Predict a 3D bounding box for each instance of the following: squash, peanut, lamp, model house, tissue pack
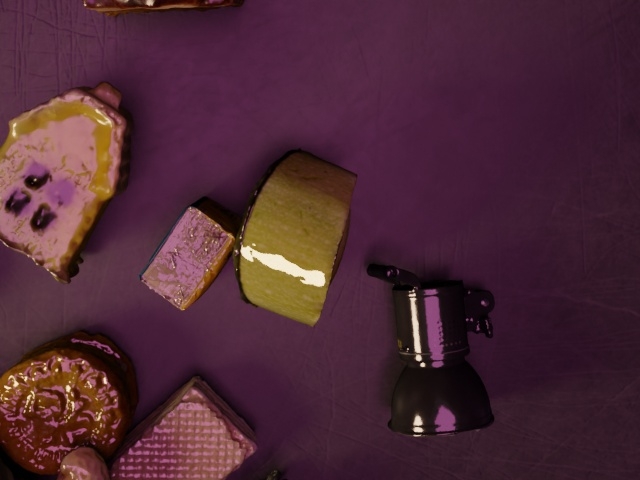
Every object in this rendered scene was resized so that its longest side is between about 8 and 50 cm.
[{"bbox_3d":[-0.005,-0.001,1.199,0.133,0.220,0.220,16,99,19],"label":"squash"},{"bbox_3d":[-0.298,0.352,1.222,0.082,0.082,0.187,-15,112,-2],"label":"peanut"},{"bbox_3d":[0.163,0.139,1.292,0.172,0.147,0.228,-5,93,-17],"label":"lamp"},{"bbox_3d":[-0.311,-0.088,1.177,0.174,0.193,0.234,40,92,-9],"label":"model house"},{"bbox_3d":[-0.160,0.013,1.217,0.082,0.169,0.120,35,95,-4],"label":"tissue pack"}]

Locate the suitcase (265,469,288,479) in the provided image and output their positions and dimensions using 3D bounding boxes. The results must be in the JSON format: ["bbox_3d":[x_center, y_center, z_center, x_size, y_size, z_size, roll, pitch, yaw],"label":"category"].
[{"bbox_3d":[-0.119,0.494,1.322,0.312,0.128,0.202,-41,100,4],"label":"suitcase"}]

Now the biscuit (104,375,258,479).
[{"bbox_3d":[-0.283,0.378,1.314,0.426,0.078,0.144,-41,101,4],"label":"biscuit"}]

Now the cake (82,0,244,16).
[{"bbox_3d":[-0.189,-0.361,1.089,0.196,0.293,0.199,-1,104,-2],"label":"cake"}]

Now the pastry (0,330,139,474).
[{"bbox_3d":[-0.341,0.221,1.269,0.188,0.103,0.189,-1,100,-6],"label":"pastry"}]

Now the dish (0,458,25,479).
[{"bbox_3d":[-0.430,0.371,1.228,0.133,0.273,0.274,3,100,-28],"label":"dish"}]
